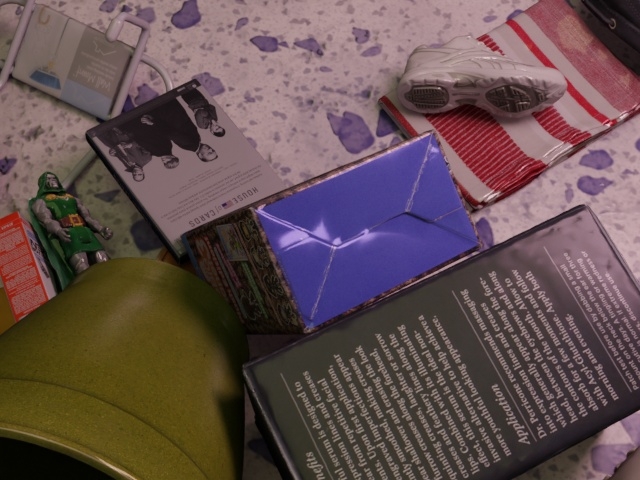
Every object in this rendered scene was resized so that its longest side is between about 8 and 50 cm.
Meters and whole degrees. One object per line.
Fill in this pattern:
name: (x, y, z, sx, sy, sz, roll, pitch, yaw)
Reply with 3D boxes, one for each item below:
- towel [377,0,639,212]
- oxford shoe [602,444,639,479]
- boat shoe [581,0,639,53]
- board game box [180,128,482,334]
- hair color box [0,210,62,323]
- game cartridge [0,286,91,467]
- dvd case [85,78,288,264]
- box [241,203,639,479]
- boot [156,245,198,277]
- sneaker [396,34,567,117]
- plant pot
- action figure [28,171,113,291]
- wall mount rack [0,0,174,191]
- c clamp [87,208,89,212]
towel: (0.281, -0.206, 1.390, 0.329, 0.037, 0.237, -32, 66, -12)
oxford shoe: (0.379, 0.302, 1.092, 0.449, 0.169, 0.130, -44, 28, -9)
boat shoe: (0.549, -0.264, 1.339, 0.187, 0.156, 0.500, -30, 69, -31)
board game box: (0.000, 0.000, 1.121, 0.232, 0.291, 0.141, -24, 94, -22)
hair color box: (-0.365, 0.056, 1.237, 0.053, 0.093, 0.167, -25, 67, -1)
game cartridge: (-0.473, 0.248, 1.190, 0.324, 0.052, 0.285, -30, 66, -13)
dvd case: (-0.177, -0.098, 1.295, 0.179, 0.029, 0.238, -30, 66, -22)
box: (0.139, 0.173, 1.053, 0.395, 0.293, 0.212, -25, 73, -9)
boot: (-0.132, 0.036, 1.270, 0.152, 0.073, 0.197, 18, 69, 6)
sneaker: (0.226, -0.241, 1.347, 0.232, 0.090, 0.115, 5, 60, 8)
plant pot: (-0.230, 0.206, 1.006, 0.367, 0.366, 0.353, 8, 34, 7)
action figure: (-0.316, 0.004, 1.262, 0.063, 0.137, 0.232, -46, 67, 30)
wall mount rack: (-0.398, -0.213, 1.381, 0.350, 0.130, 0.304, 26, 100, 15)
c clamp: (-0.347, 0.046, 1.299, 0.137, 0.022, 0.160, -27, 66, -9)
